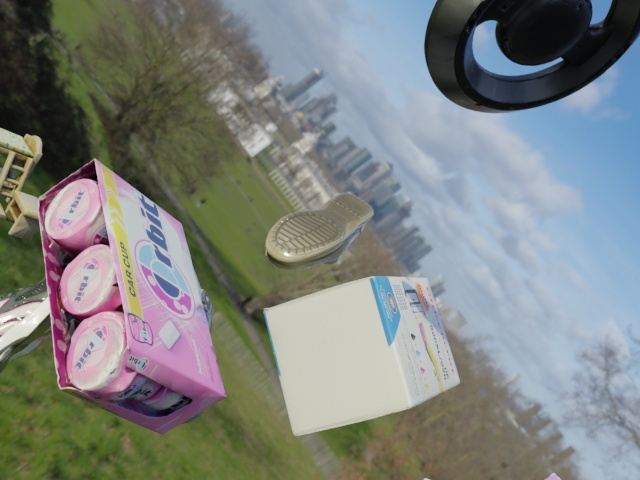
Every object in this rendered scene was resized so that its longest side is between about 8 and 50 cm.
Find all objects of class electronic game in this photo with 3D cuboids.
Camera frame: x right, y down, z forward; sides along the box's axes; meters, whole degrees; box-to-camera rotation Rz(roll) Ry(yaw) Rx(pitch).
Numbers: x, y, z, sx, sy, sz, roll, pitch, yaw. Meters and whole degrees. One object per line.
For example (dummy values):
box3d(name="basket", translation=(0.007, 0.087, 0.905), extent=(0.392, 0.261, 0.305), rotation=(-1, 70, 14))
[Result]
box3d(name="electronic game", translation=(0.208, -0.206, 0.714), extent=(0.229, 0.229, 0.048), rotation=(48, 21, -53))

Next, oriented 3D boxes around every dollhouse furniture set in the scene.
box3d(name="dollhouse furniture set", translation=(-0.465, -0.103, 1.022), extent=(0.182, 0.101, 0.161), rotation=(23, 19, -49))

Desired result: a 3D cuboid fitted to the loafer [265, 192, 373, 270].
box3d(name="loafer", translation=(0.000, 0.000, 1.288), extent=(0.102, 0.092, 0.268), rotation=(34, 34, 22))

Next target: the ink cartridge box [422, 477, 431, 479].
box3d(name="ink cartridge box", translation=(0.185, 0.382, 0.875), extent=(0.160, 0.092, 0.219), rotation=(23, 4, -1))

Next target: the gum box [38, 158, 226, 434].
box3d(name="gum box", translation=(-0.141, 0.044, 0.563), extent=(0.107, 0.062, 0.188), rotation=(43, 19, -49))

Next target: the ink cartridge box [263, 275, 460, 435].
box3d(name="ink cartridge box", translation=(0.064, 0.151, 1.046), extent=(0.232, 0.168, 0.171), rotation=(7, 65, -65))

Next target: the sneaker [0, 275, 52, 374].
box3d(name="sneaker", translation=(-0.297, 0.076, 0.687), extent=(0.077, 0.178, 0.072), rotation=(40, -37, -1))

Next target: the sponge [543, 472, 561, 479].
box3d(name="sponge", translation=(0.178, 0.276, 0.539), extent=(0.210, 0.117, 0.031), rotation=(53, 1, -11))

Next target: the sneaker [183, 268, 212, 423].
box3d(name="sneaker", translation=(-0.172, 0.072, 0.872), extent=(0.163, 0.086, 0.226), rotation=(-101, -169, -58))
